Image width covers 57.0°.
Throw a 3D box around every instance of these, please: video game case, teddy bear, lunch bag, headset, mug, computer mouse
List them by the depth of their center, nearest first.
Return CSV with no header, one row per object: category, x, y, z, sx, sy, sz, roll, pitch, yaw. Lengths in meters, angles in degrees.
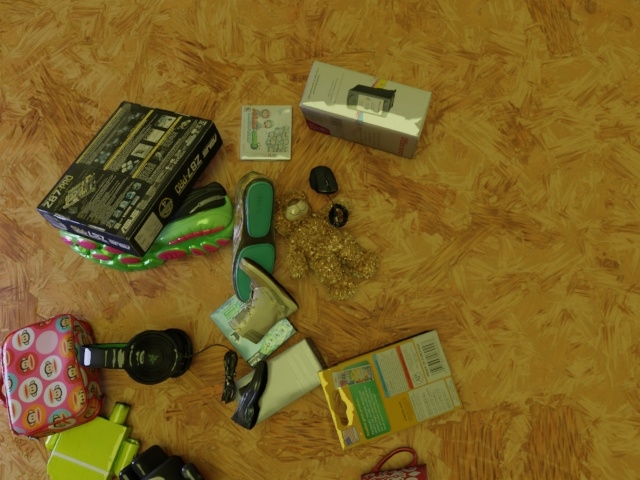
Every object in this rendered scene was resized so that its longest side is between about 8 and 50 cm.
headset,-0.404,0.317,1.485,0.393,0.243,0.185,-1,83,4
mug,0.190,0.617,1.487,0.169,0.150,0.113,-9,119,8
computer mouse,0.024,-0.124,1.540,0.071,0.041,0.242,-3,43,-19
lunch bag,-0.723,0.360,1.543,0.258,0.120,0.293,-20,67,1
teddy bear,0.000,0.000,1.558,0.245,0.113,0.338,-28,82,-1
video game case,-0.151,-0.302,1.651,0.143,0.019,0.157,1,83,5

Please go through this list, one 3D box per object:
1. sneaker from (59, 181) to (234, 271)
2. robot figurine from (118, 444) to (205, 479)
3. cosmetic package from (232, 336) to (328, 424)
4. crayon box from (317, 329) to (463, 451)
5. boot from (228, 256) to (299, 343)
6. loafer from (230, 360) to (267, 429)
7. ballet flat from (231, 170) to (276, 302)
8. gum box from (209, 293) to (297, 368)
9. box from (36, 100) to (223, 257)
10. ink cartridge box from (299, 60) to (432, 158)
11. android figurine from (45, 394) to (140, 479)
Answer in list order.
sneaker,-0.459,-0.047,1.593,0.482,0.185,0.202,-8,56,5
robot figurine,-0.380,0.659,1.483,0.173,0.209,0.278,-35,80,-30
cosmetic package,-0.103,0.364,1.528,0.237,0.107,0.127,-31,82,3
crayon box,0.169,0.372,1.484,0.322,0.083,0.203,-17,82,-10
boot,-0.174,0.156,1.489,0.165,0.077,0.213,-41,122,0
loafer,-0.175,0.376,1.454,0.061,0.062,0.170,14,83,14
ballet flat,-0.177,-0.012,1.523,0.123,0.123,0.349,8,111,6
gum box,-0.179,0.222,1.580,0.157,0.041,0.184,-40,83,-1
box,-0.485,-0.172,1.517,0.318,0.097,0.395,16,62,22
ink cartridge box,0.117,-0.333,1.529,0.306,0.226,0.131,16,86,5
android figurine,-0.609,0.550,1.556,0.248,0.056,0.273,15,77,8
